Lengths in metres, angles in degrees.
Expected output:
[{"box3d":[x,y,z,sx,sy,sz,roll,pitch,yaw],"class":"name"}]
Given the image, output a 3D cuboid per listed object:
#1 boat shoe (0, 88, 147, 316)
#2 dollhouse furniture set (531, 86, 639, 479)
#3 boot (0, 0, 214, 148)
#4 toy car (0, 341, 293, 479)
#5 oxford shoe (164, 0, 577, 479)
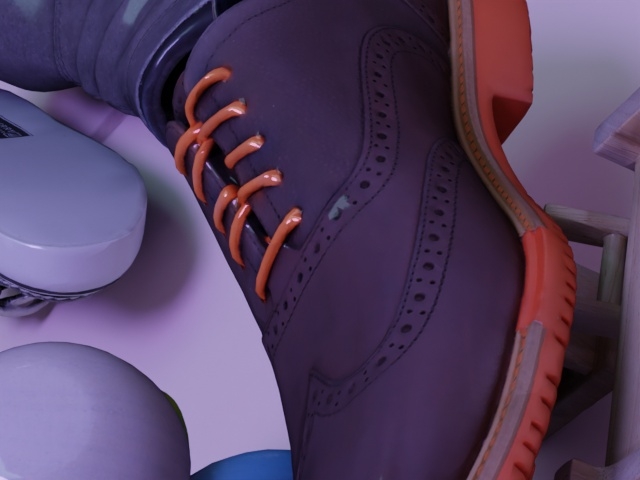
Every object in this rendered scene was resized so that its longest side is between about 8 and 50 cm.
[{"box3d":[-0.125,-0.008,0.798,0.219,0.077,0.070,-141,50,-61],"class":"boat shoe"},{"box3d":[0.091,0.073,0.485,0.161,0.101,0.182,-47,25,52],"class":"dollhouse furniture set"},{"box3d":[-0.020,-0.188,0.834,0.222,0.118,0.338,17,76,45],"class":"boot"},{"box3d":[-0.046,0.125,0.535,0.136,0.159,0.182,6,56,11],"class":"toy car"},{"box3d":[0.000,0.000,0.509,0.097,0.098,0.271,-58,17,30],"class":"oxford shoe"}]
